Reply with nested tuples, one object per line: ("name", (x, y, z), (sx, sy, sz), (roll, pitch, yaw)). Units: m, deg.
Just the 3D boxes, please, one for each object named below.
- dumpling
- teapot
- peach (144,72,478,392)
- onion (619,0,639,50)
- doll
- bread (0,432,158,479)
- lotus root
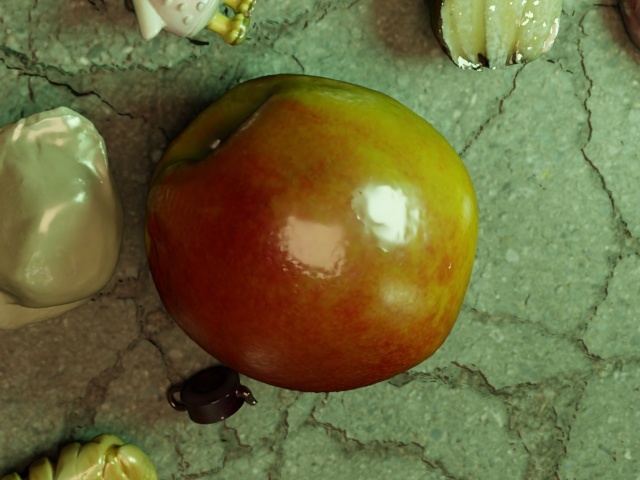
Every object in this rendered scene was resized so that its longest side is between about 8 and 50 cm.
("dumpling", (-0.271, -0.015, 1.665), (0.162, 0.132, 0.250), (-6, 126, -23))
("teapot", (-0.113, 0.165, 1.808), (0.100, 0.068, 0.045), (-7, 118, 25))
("peach", (0.000, 0.000, 1.666), (0.308, 0.308, 0.332), (-47, 121, 4))
("onion", (0.459, -0.235, 1.795), (0.283, 0.120, 0.227), (33, 106, -25))
("doll", (-0.158, -0.252, 1.638), (0.207, 0.081, 0.129), (25, 70, -19))
("bread", (-0.253, 0.269, 1.793), (0.177, 0.084, 0.119), (-26, 116, -6))
("lotus root", (0.173, -0.334, 1.709), (0.167, 0.078, 0.329), (-3, 110, -35))
